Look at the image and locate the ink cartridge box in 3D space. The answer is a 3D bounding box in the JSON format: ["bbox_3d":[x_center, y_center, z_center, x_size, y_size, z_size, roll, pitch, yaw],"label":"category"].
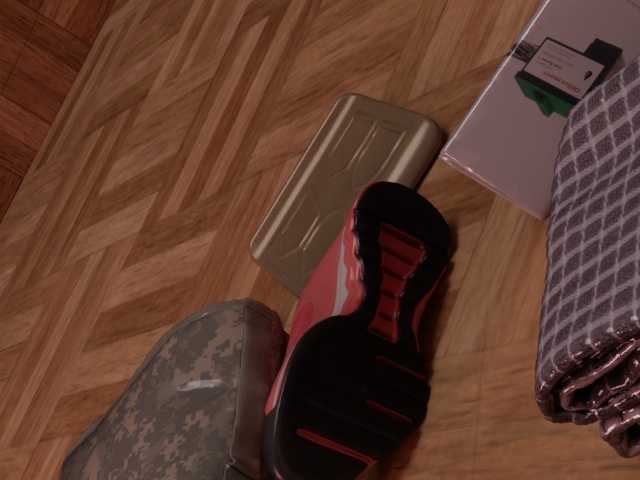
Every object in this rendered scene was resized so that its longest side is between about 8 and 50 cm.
[{"bbox_3d":[0.190,-0.126,1.176,0.219,0.092,0.160,-56,-7,9],"label":"ink cartridge box"}]

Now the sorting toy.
[{"bbox_3d":[0.000,0.000,1.612,0.307,0.041,0.229,-59,24,1],"label":"sorting toy"}]

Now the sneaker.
[{"bbox_3d":[0.023,0.099,1.341,0.136,0.116,0.314,-52,11,48],"label":"sneaker"}]

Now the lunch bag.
[{"bbox_3d":[-0.114,0.215,1.372,0.287,0.169,0.235,-50,21,35],"label":"lunch bag"}]

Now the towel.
[{"bbox_3d":[0.245,-0.030,0.940,0.284,0.121,0.235,-38,29,44],"label":"towel"}]
